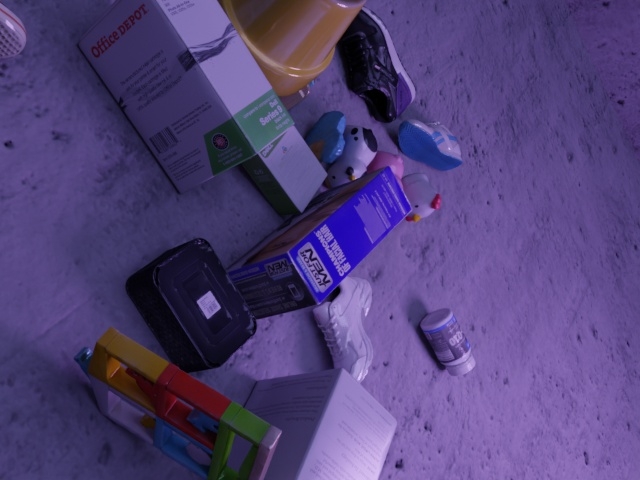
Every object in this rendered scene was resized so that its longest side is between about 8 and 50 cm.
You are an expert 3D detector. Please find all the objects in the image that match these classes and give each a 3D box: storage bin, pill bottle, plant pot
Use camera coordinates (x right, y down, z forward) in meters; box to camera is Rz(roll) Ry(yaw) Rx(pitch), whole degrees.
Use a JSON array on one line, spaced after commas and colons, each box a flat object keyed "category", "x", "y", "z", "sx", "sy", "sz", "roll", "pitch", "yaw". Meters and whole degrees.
[{"category": "storage bin", "x": -0.197, "y": 0.102, "z": 1.049, "sx": 0.122, "sy": 0.084, "sz": 0.180, "roll": -42, "pitch": 106, "yaw": -45}, {"category": "pill bottle", "x": 0.284, "y": 0.226, "z": 1.497, "sx": 0.078, "sy": 0.078, "sz": 0.137, "roll": -42, "pitch": 107, "yaw": -44}, {"category": "plant pot", "x": -0.046, "y": -0.421, "z": 1.196, "sx": 0.254, "sy": 0.239, "sz": 0.254, "roll": 16, "pitch": 63, "yaw": -34}]

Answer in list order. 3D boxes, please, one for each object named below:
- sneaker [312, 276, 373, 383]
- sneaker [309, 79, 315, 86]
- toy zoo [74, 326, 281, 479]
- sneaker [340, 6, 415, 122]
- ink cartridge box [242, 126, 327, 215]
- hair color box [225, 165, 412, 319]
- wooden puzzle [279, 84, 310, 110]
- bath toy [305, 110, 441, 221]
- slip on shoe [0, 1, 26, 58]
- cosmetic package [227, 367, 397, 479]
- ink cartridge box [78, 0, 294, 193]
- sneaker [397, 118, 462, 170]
[{"category": "sneaker", "x": 0.030, "y": 0.166, "z": 1.268, "sx": 0.115, "sy": 0.090, "sz": 0.232, "roll": 21, "pitch": 53, "yaw": -32}, {"category": "sneaker", "x": -0.051, "y": -0.394, "z": 1.384, "sx": 0.166, "sy": 0.065, "sz": 0.076, "roll": 61, "pitch": 40, "yaw": -14}, {"category": "toy zoo", "x": -0.196, "y": 0.221, "z": 0.871, "sx": 0.293, "sy": 0.192, "sz": 0.030, "roll": 29, "pitch": 49, "yaw": 9}, {"category": "sneaker", "x": 0.107, "y": -0.395, "z": 1.515, "sx": 0.283, "sy": 0.107, "sz": 0.124, "roll": 52, "pitch": 52, "yaw": -19}, {"category": "ink cartridge box", "x": -0.083, "y": -0.158, "z": 1.237, "sx": 0.209, "sy": 0.062, "sz": 0.109, "roll": 54, "pitch": 53, "yaw": -30}, {"category": "hair color box", "x": 0.000, "y": 0.000, "z": 1.210, "sx": 0.339, "sy": 0.185, "sz": 0.110, "roll": -44, "pitch": 108, "yaw": -45}, {"category": "wooden puzzle", "x": -0.147, "y": -0.324, "z": 1.280, "sx": 0.238, "sy": 0.044, "sz": 0.221, "roll": -42, "pitch": 108, "yaw": -40}, {"category": "bath toy", "x": 0.126, "y": -0.131, "z": 1.424, "sx": 0.348, "sy": 0.129, "sz": 0.151, "roll": 28, "pitch": 92, "yaw": -36}, {"category": "slip on shoe", "x": -0.523, "y": -0.361, "z": 0.860, "sx": 0.331, "sy": 0.123, "sz": 0.101, "roll": 36, "pitch": 50, "yaw": -26}, {"category": "cosmetic package", "x": -0.060, "y": 0.393, "z": 0.996, "sx": 0.156, "sy": 0.217, "sz": 0.385, "roll": 46, "pitch": 50, "yaw": -24}, {"category": "ink cartridge box", "x": -0.210, "y": -0.247, "z": 1.060, "sx": 0.289, "sy": 0.211, "sz": 0.121, "roll": 58, "pitch": 46, "yaw": -15}, {"category": "sneaker", "x": 0.258, "y": -0.245, "z": 1.635, "sx": 0.228, "sy": 0.087, "sz": 0.092, "roll": 22, "pitch": 55, "yaw": -47}]
